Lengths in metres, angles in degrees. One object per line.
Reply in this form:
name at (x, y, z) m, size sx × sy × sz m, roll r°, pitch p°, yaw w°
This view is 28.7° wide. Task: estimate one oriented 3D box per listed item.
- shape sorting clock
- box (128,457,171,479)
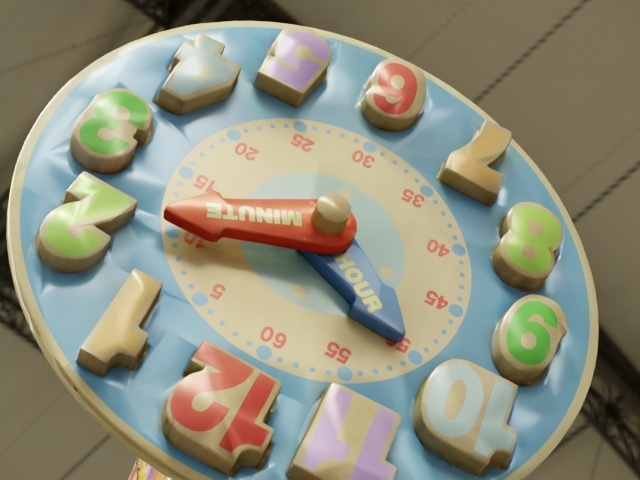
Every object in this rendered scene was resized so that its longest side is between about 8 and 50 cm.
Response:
shape sorting clock at (0.000, 0.000, 0.422) m, size 0.206 × 0.206 × 0.040 m, roll 13°, pitch -35°, yaw -10°
box at (-0.116, 0.281, 0.801) m, size 0.057 × 0.201 × 0.293 m, roll 17°, pitch -72°, yaw -21°
